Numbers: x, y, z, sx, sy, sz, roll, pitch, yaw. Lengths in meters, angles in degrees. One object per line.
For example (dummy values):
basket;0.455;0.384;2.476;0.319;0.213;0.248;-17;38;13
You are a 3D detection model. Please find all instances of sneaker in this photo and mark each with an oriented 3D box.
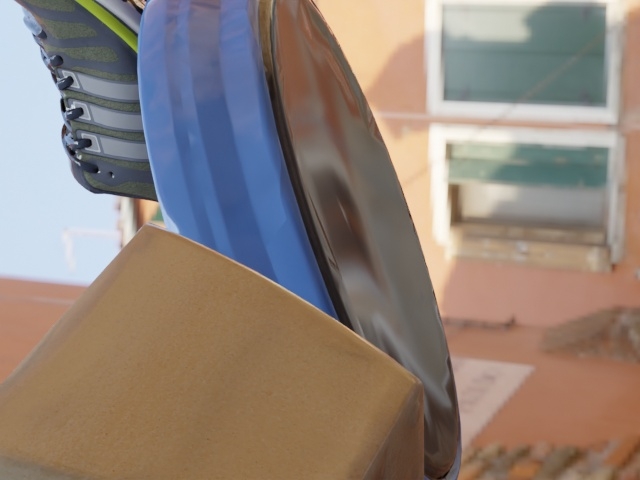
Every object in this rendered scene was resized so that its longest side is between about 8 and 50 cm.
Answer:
sneaker;-0.141;-0.100;1.008;0.300;0.121;0.111;42;-173;-24

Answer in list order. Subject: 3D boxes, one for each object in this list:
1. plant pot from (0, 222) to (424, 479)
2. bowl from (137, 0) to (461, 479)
plant pot;-0.027;0.075;0.430;0.109;0.096;0.109;-54;-31;-46
bowl;0.000;0.000;1.000;0.391;0.077;0.391;-19;-90;-77
